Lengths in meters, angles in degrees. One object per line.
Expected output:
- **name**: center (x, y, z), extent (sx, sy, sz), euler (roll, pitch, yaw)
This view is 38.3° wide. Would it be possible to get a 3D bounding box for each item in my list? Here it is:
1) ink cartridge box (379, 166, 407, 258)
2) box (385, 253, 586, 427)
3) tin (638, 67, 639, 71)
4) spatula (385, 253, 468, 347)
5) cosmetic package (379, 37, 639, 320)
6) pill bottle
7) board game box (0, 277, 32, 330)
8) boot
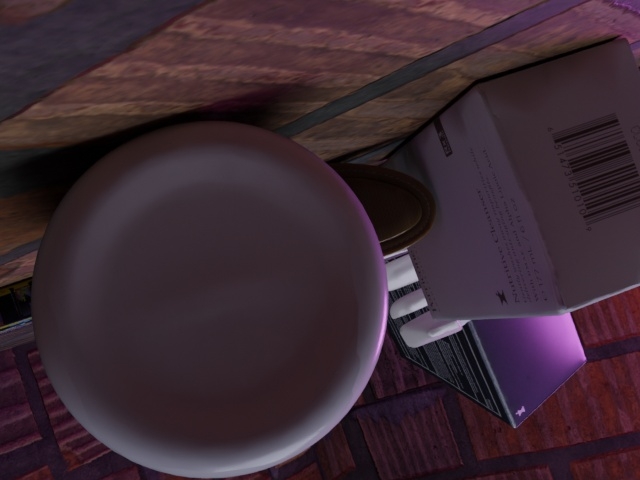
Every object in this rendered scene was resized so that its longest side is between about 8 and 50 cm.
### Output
- **ink cartridge box**: center (0.000, 0.000, 1.292), extent (0.353, 0.119, 0.207), euler (-20, 177, 13)
- **box**: center (0.229, 0.090, 1.465), extent (0.182, 0.296, 0.294), euler (-37, -147, -16)
- **tin**: center (0.409, -0.194, 1.134), extent (0.189, 0.040, 0.106), euler (-18, 173, -16)
- **spatula**: center (0.198, 0.053, 1.225), extent (0.242, 0.168, 0.019), euler (-24, -147, 13)
- **cosmetic package**: center (0.201, -0.038, 0.958), extent (0.156, 0.217, 0.385), euler (-19, 175, -12)
- **pill bottle**: center (-0.088, 0.048, 0.693), extent (0.210, 0.210, 0.363), euler (-18, 178, -11)
- **board game box**: center (-0.404, 0.093, 1.152), extent (0.170, 0.048, 0.141), euler (-19, 176, -3)
- **boot**: center (0.008, -0.014, 1.068), extent (0.283, 0.109, 0.220), euler (-15, 174, 16)
